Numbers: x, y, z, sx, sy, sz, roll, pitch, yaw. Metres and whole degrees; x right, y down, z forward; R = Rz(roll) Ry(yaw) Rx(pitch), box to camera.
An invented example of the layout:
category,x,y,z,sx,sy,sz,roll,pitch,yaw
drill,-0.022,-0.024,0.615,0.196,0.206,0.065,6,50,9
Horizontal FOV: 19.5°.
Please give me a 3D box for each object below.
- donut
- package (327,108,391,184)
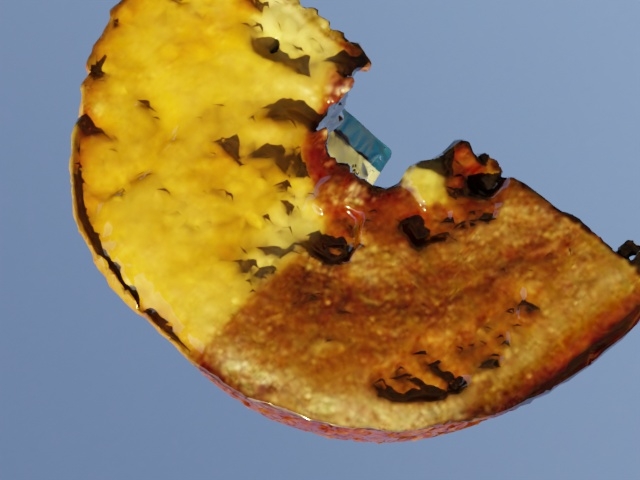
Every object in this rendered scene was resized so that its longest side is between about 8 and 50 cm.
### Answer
category,x,y,z,sx,sy,sz,roll,pitch,yaw
donut,-0.001,-0.002,0.669,0.141,0.085,0.217,-42,-108,-13
package,-0.019,-0.047,1.688,0.173,0.027,0.171,-56,-40,-4
